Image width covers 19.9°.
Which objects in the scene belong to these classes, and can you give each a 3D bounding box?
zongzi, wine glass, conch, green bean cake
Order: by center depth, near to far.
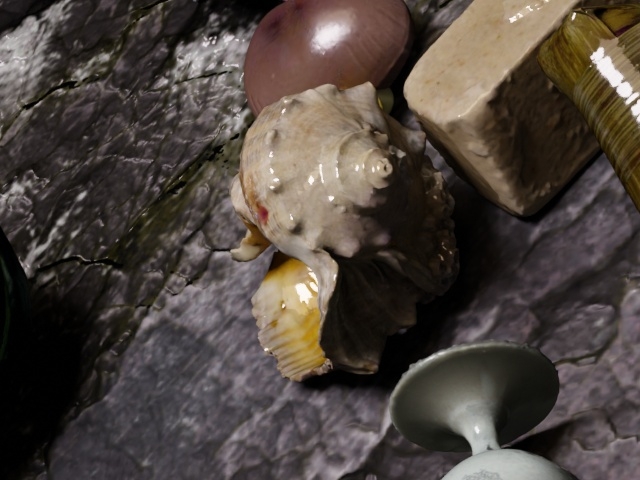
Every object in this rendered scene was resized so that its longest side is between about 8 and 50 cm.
[{"bbox_3d":[0.104,0.171,0.971,0.103,0.103,0.231,-29,45,17],"label":"wine glass"},{"bbox_3d":[0.247,-0.069,1.110,0.084,0.184,0.187,-49,61,50],"label":"zongzi"},{"bbox_3d":[0.000,0.000,1.181,0.245,0.163,0.178,-25,48,63],"label":"conch"},{"bbox_3d":[0.148,-0.116,1.185,0.179,0.109,0.085,-47,39,-4],"label":"green bean cake"}]

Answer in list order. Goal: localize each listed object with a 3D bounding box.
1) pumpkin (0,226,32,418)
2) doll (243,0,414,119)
[{"bbox_3d":[-0.350,0.087,1.296,0.315,0.315,0.238,-34,72,10],"label":"pumpkin"},{"bbox_3d":[0.005,-0.107,1.321,0.145,0.096,0.188,-13,65,46],"label":"doll"}]
